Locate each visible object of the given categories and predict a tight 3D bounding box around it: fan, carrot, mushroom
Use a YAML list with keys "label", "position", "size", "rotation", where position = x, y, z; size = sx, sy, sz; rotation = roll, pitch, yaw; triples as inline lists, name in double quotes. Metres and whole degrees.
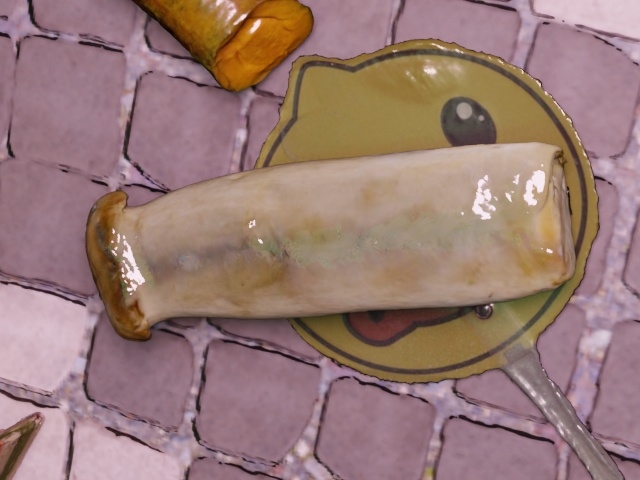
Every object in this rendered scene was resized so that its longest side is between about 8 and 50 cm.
- label: "fan"
  position: [0.086, 0.018, 0.983]
  size: [0.229, 0.011, 0.335]
  rotation: [-38, 87, 21]
- label: "carrot"
  position: [-0.088, -0.172, 0.966]
  size: [0.173, 0.082, 0.082]
  rotation: [44, 109, 9]
- label: "mushroom"
  position: [0.000, 0.000, 0.965]
  size: [0.312, 0.081, 0.100]
  rotation: [-7, 100, 16]

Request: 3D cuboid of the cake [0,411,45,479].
- label: "cake"
  position: [-0.294, 0.189, 1.095]
  size: [0.117, 0.086, 0.220]
  rotation: [31, 109, 8]
